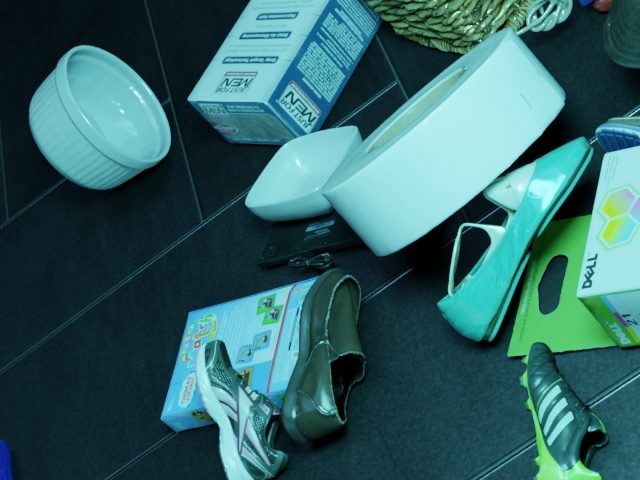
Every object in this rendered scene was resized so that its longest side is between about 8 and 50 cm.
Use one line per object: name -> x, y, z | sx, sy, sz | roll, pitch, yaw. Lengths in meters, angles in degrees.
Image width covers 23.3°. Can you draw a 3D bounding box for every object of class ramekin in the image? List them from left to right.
ramekin -> -0.331, -0.173, 2.283 | 0.109, 0.207, 0.207 | -36, 36, 27

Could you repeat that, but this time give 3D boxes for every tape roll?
tape roll -> 0.138, -0.111, 1.746 | 0.286, 0.100, 0.286 | -40, 7, 6

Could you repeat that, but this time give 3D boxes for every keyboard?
keyboard -> 0.000, 0.000, 1.940 | 0.180, 0.023, 0.108 | -15, 39, 35

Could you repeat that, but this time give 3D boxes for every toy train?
toy train -> 0.320, -0.348, 1.911 | 0.248, 0.105, 0.143 | -32, 27, 17

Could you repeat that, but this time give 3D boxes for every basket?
basket -> 0.206, -0.393, 2.065 | 0.299, 0.223, 0.213 | -54, 4, -13

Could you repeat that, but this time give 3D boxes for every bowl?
bowl -> -0.014, -0.077, 1.985 | 0.142, 0.053, 0.142 | -8, 37, 40

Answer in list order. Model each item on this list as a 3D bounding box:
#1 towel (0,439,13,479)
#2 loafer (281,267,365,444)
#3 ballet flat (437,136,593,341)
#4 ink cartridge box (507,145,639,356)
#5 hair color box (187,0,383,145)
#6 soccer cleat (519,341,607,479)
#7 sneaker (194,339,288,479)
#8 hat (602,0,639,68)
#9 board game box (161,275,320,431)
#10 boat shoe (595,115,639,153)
towel -> -0.476, 0.403, 1.960 | 0.227, 0.076, 0.308 | -40, 36, 8
loafer -> 0.020, 0.131, 1.756 | 0.078, 0.080, 0.220 | -6, 55, 28
ballet flat -> 0.198, -0.014, 1.650 | 0.247, 0.087, 0.083 | -62, 1, 3
ink cartridge box -> 0.295, 0.009, 1.579 | 0.255, 0.097, 0.189 | -11, 48, 36
hair color box -> -0.021, -0.298, 2.179 | 0.174, 0.105, 0.347 | 7, 59, 48
soccer cleat -> 0.239, 0.173, 1.513 | 0.072, 0.060, 0.179 | -18, 49, 18
sneaker -> -0.083, 0.194, 1.769 | 0.077, 0.072, 0.178 | -22, 75, 8
hat -> 0.462, -0.297, 1.686 | 0.331, 0.134, 0.331 | -46, 24, 27
board game box -> -0.086, 0.137, 1.872 | 0.211, 0.039, 0.160 | -15, 46, 33
boat shoe -> 0.381, -0.109, 1.647 | 0.183, 0.066, 0.066 | 15, 60, 39
